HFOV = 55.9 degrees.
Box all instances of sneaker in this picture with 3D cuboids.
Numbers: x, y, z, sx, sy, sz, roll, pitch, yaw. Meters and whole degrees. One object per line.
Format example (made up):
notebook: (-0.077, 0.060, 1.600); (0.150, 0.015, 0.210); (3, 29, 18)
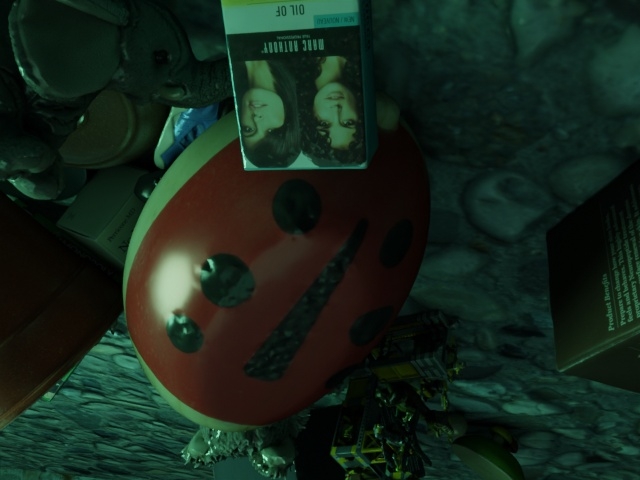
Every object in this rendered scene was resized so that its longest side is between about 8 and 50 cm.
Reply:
sneaker: (-0.124, -0.113, 0.657); (0.085, 0.058, 0.152); (27, 137, -11)

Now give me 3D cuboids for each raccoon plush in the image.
raccoon plush: (-0.035, 0.267, 0.993); (0.216, 0.299, 0.446); (-13, 141, 30)

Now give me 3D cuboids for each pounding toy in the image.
pounding toy: (0.388, 0.471, 1.403); (0.237, 0.110, 0.183); (37, 160, 10)

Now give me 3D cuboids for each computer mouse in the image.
computer mouse: (-0.093, -0.072, 0.678); (0.242, 0.041, 0.071); (-11, 175, 10)

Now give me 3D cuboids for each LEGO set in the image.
LEGO set: (0.164, 0.274, 0.974); (0.192, 0.331, 0.254); (-17, 118, 31)

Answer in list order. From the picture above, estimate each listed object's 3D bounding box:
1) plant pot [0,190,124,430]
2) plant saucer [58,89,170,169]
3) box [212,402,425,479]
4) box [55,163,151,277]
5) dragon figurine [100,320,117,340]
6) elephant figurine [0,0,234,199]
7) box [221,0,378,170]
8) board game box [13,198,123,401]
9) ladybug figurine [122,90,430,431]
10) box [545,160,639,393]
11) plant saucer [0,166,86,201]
plant pot: (-0.421, 0.055, 0.717); (0.273, 0.272, 0.265); (-23, 115, 39)
plant saucer: (-0.260, -0.142, 0.626); (0.199, 0.036, 0.198); (-1, 137, -1)
box: (-0.019, 0.459, 1.287); (0.313, 0.178, 0.343); (2, 157, -35)
box: (-0.207, 0.022, 0.817); (0.094, 0.113, 0.275); (17, 158, 36)
dragon figurine: (-0.419, 0.105, 1.037); (0.144, 0.085, 0.289); (28, 144, -27)
elephant figurine: (-0.194, -0.162, 0.508); (0.239, 0.169, 0.186); (-35, 163, 5)
box: (-0.017, -0.175, 0.431); (0.101, 0.060, 0.244); (0, 114, 13)
board game box: (-0.450, 0.108, 0.950); (0.214, 0.046, 0.317); (38, 122, -10)
ladybug figurine: (-0.045, 0.047, 0.636); (0.305, 0.161, 0.449); (17, 122, -21)
box: (0.392, -0.003, 0.577); (0.143, 0.191, 0.381); (18, 146, -13)
plant saucer: (-0.375, -0.119, 0.730); (0.195, 0.037, 0.195); (7, 146, 5)
